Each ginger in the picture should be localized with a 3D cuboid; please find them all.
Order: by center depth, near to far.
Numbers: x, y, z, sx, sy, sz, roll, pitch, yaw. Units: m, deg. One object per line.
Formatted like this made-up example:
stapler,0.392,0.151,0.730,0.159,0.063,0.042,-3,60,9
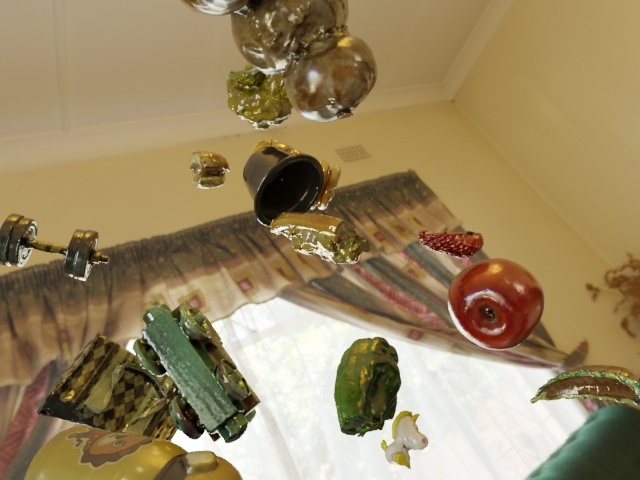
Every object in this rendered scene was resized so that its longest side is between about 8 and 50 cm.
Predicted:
ginger,-0.080,-0.332,0.666,0.176,0.256,0.375,-38,-58,25

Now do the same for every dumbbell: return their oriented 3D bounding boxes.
dumbbell,-0.936,0.024,1.731,0.388,0.185,0.185,14,-43,-16

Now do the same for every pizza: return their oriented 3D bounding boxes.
pizza,0.000,0.000,1.275,0.223,0.323,0.089,29,-103,-30

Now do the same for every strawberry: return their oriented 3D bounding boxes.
strawberry,0.381,0.009,1.468,0.188,0.082,0.121,0,2,11

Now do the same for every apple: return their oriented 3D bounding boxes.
apple,0.494,0.178,1.427,0.260,0.260,0.216,-50,-9,31

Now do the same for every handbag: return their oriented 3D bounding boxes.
handbag,-0.643,0.528,1.629,0.180,0.416,0.317,-49,14,22

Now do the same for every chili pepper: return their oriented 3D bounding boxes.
chili pepper,0.155,0.442,1.554,0.167,0.213,0.385,-61,4,30

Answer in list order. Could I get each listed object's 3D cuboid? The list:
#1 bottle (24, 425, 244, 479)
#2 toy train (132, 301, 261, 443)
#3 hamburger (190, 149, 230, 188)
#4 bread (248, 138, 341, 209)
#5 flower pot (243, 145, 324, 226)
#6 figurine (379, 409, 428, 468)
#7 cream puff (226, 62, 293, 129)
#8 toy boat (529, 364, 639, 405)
bottle,-0.276,0.394,0.783,0.351,0.171,0.171,-5,-12,24
toy train,-0.231,0.258,0.985,0.150,0.304,0.221,-38,-19,-5
hamburger,-0.371,-0.239,1.671,0.131,0.124,0.262,-7,11,-17
bread,-0.098,-0.212,1.637,0.121,0.311,0.173,-58,-11,-56
flower pot,-0.125,-0.172,1.418,0.235,0.148,0.235,-30,-36,-25
figurine,0.266,0.624,1.574,0.178,0.129,0.109,-54,-40,-2
cream puff,-0.190,-0.498,1.592,0.282,0.282,0.185,-41,-34,13
toy boat,0.688,0.377,1.295,0.293,0.108,0.099,-22,25,48
